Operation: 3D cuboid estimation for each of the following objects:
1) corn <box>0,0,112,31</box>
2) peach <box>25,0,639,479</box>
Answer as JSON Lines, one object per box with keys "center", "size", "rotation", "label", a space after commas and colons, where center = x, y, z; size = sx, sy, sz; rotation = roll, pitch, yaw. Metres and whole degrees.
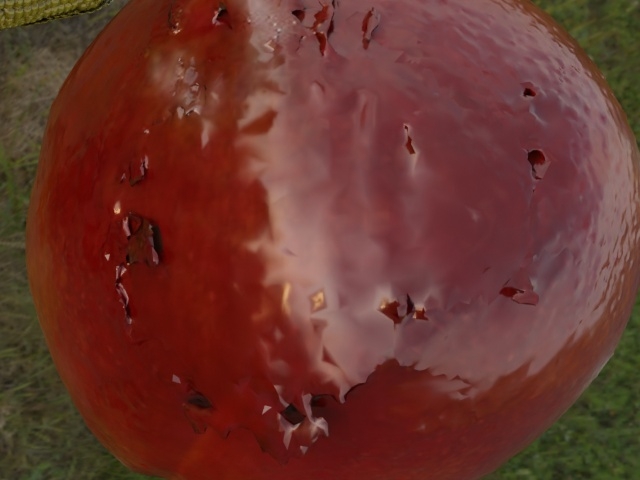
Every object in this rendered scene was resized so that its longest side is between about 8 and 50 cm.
{"center": [-0.384, -0.326, 1.232], "size": [0.318, 0.115, 0.115], "rotation": [-28, 94, -43], "label": "corn"}
{"center": [0.000, 0.000, 0.556], "size": [0.370, 0.370, 0.369], "rotation": [15, 66, -37], "label": "peach"}
